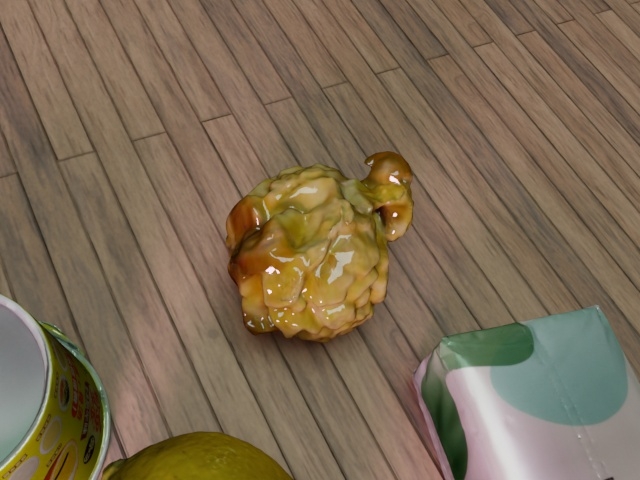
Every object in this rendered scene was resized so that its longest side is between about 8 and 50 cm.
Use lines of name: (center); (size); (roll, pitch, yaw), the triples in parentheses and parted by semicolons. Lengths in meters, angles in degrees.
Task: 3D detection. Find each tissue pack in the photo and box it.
tissue pack: (0.301, 0.284, 0.814); (0.266, 0.193, 0.356); (-9, 62, -18)

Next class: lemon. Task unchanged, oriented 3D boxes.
lemon: (-0.113, 0.350, 0.664); (0.320, 0.245, 0.245); (42, 60, 8)

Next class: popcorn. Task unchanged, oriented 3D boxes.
popcorn: (0.000, 0.000, 0.908); (0.332, 0.225, 0.265); (-45, 46, -14)

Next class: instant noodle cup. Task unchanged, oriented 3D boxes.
instant noodle cup: (-0.403, 0.196, 0.706); (0.312, 0.221, 0.311); (6, 59, -9)
